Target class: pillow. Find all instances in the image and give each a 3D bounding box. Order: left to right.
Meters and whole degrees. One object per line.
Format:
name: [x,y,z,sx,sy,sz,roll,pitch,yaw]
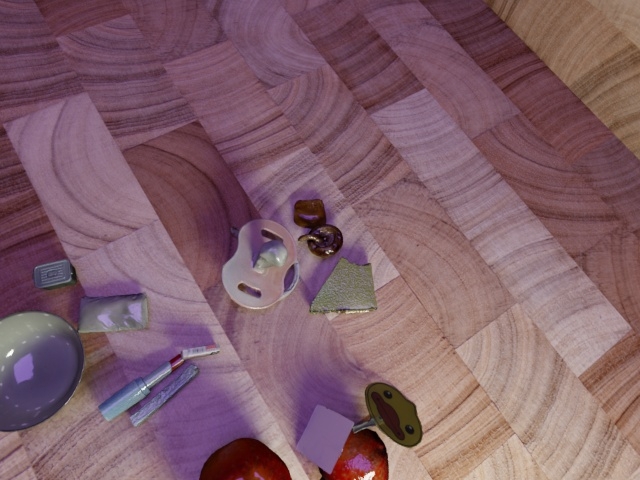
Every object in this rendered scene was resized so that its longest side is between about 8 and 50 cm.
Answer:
pillow: [-0.698,0.243,1.396,0.229,0.051,0.128,-2,66,-6]

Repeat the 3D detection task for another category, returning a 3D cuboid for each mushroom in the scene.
mushroom: [-0.001,0.001,1.566,0.170,0.080,0.135,6,56,-4]

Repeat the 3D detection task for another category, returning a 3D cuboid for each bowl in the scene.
bowl: [-0.865,0.394,1.258,0.337,0.157,0.337,2,69,-6]

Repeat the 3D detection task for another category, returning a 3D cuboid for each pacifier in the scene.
pacifier: [-0.199,0.074,1.443,0.220,0.273,0.332,13,66,16]

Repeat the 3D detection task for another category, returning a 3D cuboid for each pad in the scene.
pad: [0.010,0.595,1.261,0.004,0.232,0.156,38,67,-19]

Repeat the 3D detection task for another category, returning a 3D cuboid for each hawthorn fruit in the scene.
hawthorn fruit: [-0.197,0.695,1.132,0.287,0.330,0.287,10,59,-18]
hawthorn fruit: [0.085,0.677,1.245,0.250,0.215,0.215,-21,72,-1]

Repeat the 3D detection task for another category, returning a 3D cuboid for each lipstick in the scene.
lipstick: [-0.559,0.459,1.321,0.274,0.068,0.061,-34,48,-25]

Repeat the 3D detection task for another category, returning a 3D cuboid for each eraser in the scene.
eraser: [-0.395,0.367,1.367,0.122,0.052,0.029,-3,66,-27]

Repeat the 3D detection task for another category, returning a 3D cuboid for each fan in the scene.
fan: [0.207,0.554,1.309,0.335,0.011,0.229,7,38,-45]

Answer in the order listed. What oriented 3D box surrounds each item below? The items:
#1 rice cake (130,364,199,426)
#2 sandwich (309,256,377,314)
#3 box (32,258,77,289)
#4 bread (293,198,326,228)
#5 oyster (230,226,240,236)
rice cake: [-0.494,0.492,1.326,0.245,0.045,0.042,-41,76,-19]
sandwich: [0.075,0.163,1.525,0.245,0.063,0.212,0,65,-8]
box: [-0.898,0.120,1.410,0.122,0.069,0.084,-13,73,-12]
bread: [-0.042,-0.112,1.624,0.129,0.044,0.126,-2,68,-4]
oyster: [-0.287,-0.037,1.552,0.083,0.081,0.038,45,40,-24]
